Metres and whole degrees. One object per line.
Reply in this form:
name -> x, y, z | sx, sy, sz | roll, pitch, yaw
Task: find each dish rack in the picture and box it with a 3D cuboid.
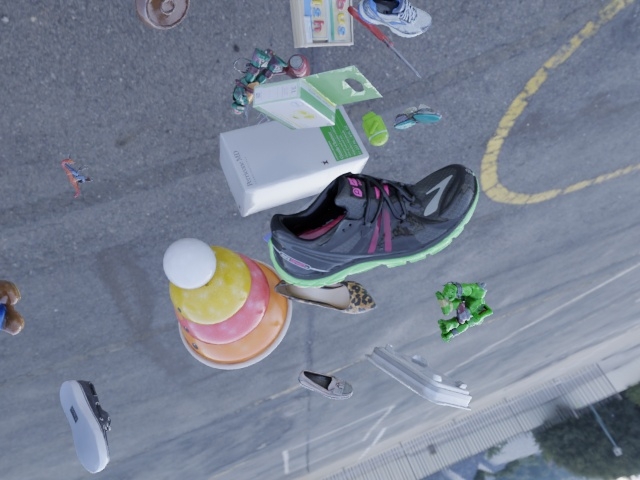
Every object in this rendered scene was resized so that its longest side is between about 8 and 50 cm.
dish rack -> 0.328, 0.431, 1.475 | 0.333, 0.286, 0.072 | 30, 86, -45

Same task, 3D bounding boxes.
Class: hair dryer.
hair dryer -> -0.144, -0.628, 1.657 | 0.294, 0.079, 0.224 | 7, -178, -44

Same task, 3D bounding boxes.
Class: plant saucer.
plant saucer -> -0.431, -0.661, 1.277 | 0.169, 0.029, 0.168 | -38, 162, -15

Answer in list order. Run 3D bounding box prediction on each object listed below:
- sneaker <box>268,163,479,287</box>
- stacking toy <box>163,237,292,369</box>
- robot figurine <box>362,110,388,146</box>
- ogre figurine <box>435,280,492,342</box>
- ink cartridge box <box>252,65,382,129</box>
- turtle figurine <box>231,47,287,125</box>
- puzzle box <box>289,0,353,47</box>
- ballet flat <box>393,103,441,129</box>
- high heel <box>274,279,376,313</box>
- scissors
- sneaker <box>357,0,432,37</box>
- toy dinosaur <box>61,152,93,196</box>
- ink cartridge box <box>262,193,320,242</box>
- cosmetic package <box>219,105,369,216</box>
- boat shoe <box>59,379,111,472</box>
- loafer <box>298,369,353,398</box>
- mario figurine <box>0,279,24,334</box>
sneaker -> 0.116, -0.054, 0.974 | 0.484, 0.185, 0.202 | -23, 129, -2
stacking toy -> -0.285, 0.121, 1.210 | 0.351, 0.350, 0.479 | -23, 151, -3
robot figurine -> 0.179, -0.359, 1.489 | 0.067, 0.115, 0.101 | -26, 170, 20
ogre figurine -> 0.362, 0.175, 1.162 | 0.118, 0.097, 0.196 | -16, 109, -8
ink cartridge box -> -0.004, -0.305, 1.005 | 0.235, 0.056, 0.171 | 1, 176, 27
turtle figurine -> -0.198, -0.432, 1.330 | 0.234, 0.118, 0.175 | -55, 172, 27
puzzle box -> 0.004, -0.866, 1.530 | 0.272, 0.052, 0.408 | -27, 120, -43
ballet flat -> 0.192, -0.251, 0.911 | 0.041, 0.041, 0.114 | 0, 179, -38
high heel -> 0.007, 0.153, 1.230 | 0.186, 0.261, 0.093 | -1, 100, -39
scissors -> 0.184, -0.546, 1.253 | 0.021, 0.297, 0.109 | -49, 171, 27
sneaker -> 0.135, -0.392, 0.790 | 0.136, 0.052, 0.058 | 5, -178, -14
toy dinosaur -> -0.545, -0.147, 1.013 | 0.047, 0.090, 0.082 | 9, 172, 12
ink cartridge box -> 0.000, 0.000, 1.703 | 0.307, 0.072, 0.304 | -38, 128, 11
cosmetic package -> -0.079, -0.226, 1.283 | 0.366, 0.196, 0.155 | -20, 163, -21
boat shoe -> -0.508, 0.404, 1.020 | 0.076, 0.228, 0.080 | 13, 114, -54
loafer -> 0.013, 0.315, 1.005 | 0.126, 0.045, 0.039 | 15, 140, 2
mario figurine -> -0.759, 0.202, 0.901 | 0.170, 0.197, 0.321 | -12, -170, 39
